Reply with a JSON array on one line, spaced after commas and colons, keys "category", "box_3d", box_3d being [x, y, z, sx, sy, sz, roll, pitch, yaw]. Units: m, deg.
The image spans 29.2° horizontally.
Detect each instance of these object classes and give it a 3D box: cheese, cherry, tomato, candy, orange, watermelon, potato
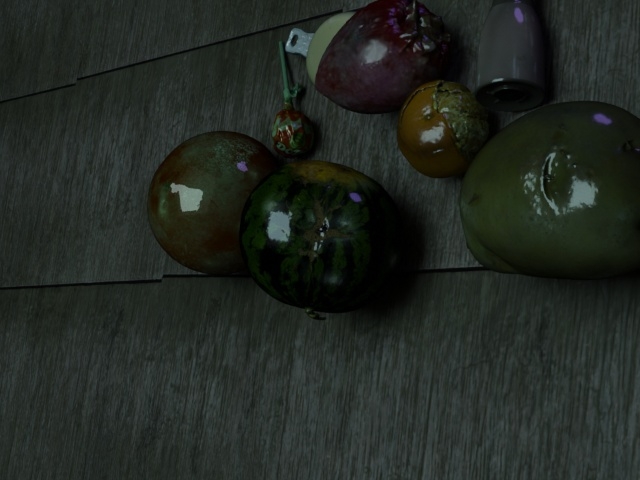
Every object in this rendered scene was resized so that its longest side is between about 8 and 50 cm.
[{"category": "cheese", "box_3d": [0.012, -0.324, 2.217, 0.249, 0.070, 0.163, -4, 74, 48]}, {"category": "cherry", "box_3d": [0.096, -0.297, 2.015, 0.249, 0.175, 0.192, -23, 66, 24]}, {"category": "tomato", "box_3d": [-0.202, -0.074, 2.265, 0.270, 0.222, 0.270, -14, 71, 45]}, {"category": "candy", "box_3d": [-0.061, -0.270, 2.301, 0.084, 0.078, 0.288, 94, 171, -50]}, {"category": "orange", "box_3d": [0.194, -0.173, 1.921, 0.156, 0.134, 0.157, -6, 75, 22]}, {"category": "watermelon", "box_3d": [0.001, -0.005, 1.979, 0.269, 0.269, 0.269, -19, 64, 44]}, {"category": "potato", "box_3d": [0.331, -0.066, 1.650, 0.326, 0.221, 0.243, 6, 85, 54]}]

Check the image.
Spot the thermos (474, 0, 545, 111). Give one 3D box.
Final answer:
[{"category": "thermos", "box_3d": [0.286, -0.299, 1.884, 0.137, 0.105, 0.193, 122, 154, -68]}]
